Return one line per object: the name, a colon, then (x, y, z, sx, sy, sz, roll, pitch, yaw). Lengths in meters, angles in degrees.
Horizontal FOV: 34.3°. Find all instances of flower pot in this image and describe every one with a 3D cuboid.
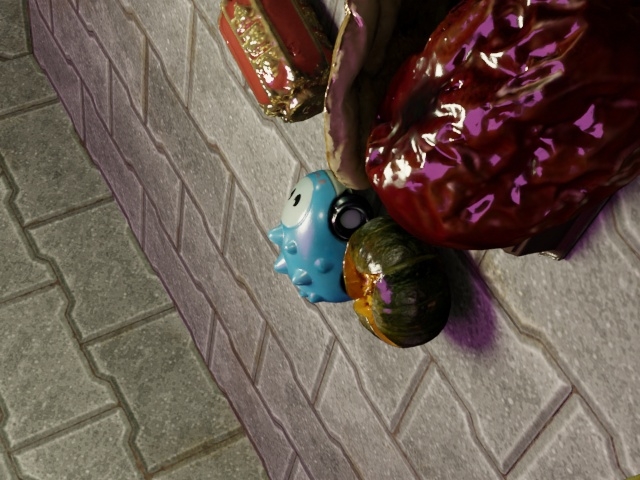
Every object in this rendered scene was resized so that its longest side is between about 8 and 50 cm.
flower pot: (0.283, -0.075, 1.404, 0.179, 0.084, 0.251, 58, 155, 22)

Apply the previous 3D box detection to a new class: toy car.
toy car: (0.000, 0.000, 1.921, 0.188, 0.190, 0.255, -124, 22, -63)

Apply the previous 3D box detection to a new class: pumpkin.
pumpkin: (0.136, 0.068, 1.759, 0.238, 0.159, 0.238, 165, 90, -72)

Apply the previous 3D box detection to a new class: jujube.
jujube: (0.226, -0.149, 1.176, 0.377, 0.276, 0.276, -32, 79, 33)

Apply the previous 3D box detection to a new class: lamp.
lamp: (-0.073, -0.348, 1.852, 0.274, 0.177, 0.177, 64, 157, 15)

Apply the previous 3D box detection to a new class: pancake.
pancake: (0.098, -0.242, 1.372, 0.082, 0.387, 0.387, 17, 134, 18)

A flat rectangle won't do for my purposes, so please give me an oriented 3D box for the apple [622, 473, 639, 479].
apple: (0.469, 0.469, 1.231, 0.312, 0.320, 0.360, 3, 126, 23)
